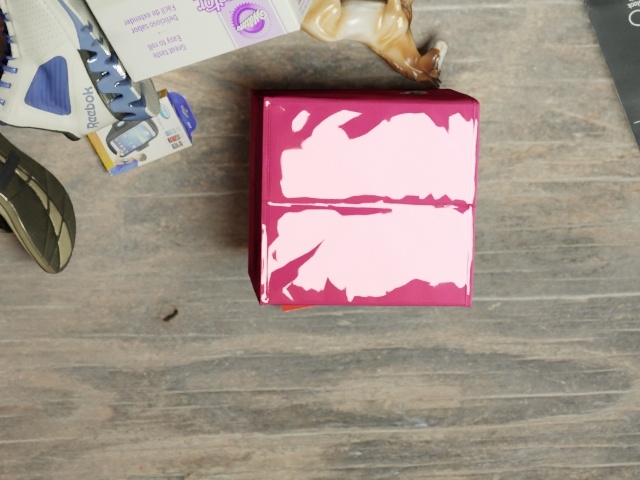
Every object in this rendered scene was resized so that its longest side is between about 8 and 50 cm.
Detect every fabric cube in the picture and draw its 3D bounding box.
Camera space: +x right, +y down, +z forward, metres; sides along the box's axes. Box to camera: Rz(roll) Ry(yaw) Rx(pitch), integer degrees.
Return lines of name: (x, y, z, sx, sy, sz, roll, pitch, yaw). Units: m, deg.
fabric cube: (0.044, -0.062, 1.709, 0.258, 0.254, 0.259, 1, 99, -6)

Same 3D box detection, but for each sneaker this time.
sneaker: (-0.353, -0.234, 1.671, 0.182, 0.127, 0.315, -28, 123, 10)

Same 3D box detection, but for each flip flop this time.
flip flop: (-0.426, -0.065, 1.796, 0.080, 0.112, 0.277, -17, 130, 36)

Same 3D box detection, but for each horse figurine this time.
horse figurine: (0.044, -0.301, 1.706, 0.263, 0.066, 0.174, 8, 117, -12)

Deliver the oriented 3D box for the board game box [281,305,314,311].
board game box: (0.000, 0.000, 1.906, 0.146, 0.045, 0.193, -11, 123, 1)

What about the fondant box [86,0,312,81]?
fondant box: (-0.183, -0.371, 1.576, 0.238, 0.096, 0.330, -14, 123, 24)

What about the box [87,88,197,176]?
box: (-0.234, -0.144, 1.801, 0.136, 0.028, 0.081, -20, 122, 9)

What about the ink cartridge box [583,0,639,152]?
ink cartridge box: (0.472, -0.216, 1.781, 0.165, 0.065, 0.333, -15, 125, 24)
